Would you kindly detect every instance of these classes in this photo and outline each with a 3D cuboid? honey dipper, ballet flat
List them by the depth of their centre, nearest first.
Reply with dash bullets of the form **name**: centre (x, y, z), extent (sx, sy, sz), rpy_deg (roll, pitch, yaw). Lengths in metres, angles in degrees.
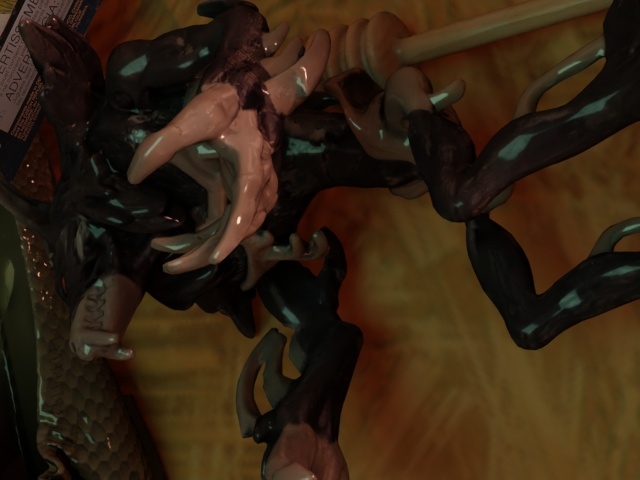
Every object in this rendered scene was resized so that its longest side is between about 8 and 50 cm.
- **honey dipper**: centre (0.061, -0.070, 0.600), extent (0.160, 0.030, 0.031), rpy_deg (-14, 85, 32)
- **ballet flat**: centre (-0.133, 0.015, 0.715), extent (0.084, 0.058, 0.250), rpy_deg (-33, 75, 30)

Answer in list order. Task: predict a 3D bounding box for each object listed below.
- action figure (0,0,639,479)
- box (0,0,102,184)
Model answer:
- **action figure**: centre (0.000, 0.000, 0.569), extent (0.275, 0.141, 0.164), rpy_deg (-7, 133, 28)
- **box**: centre (-0.178, -0.133, 0.718), extent (0.233, 0.044, 0.159), rpy_deg (25, 89, 30)
